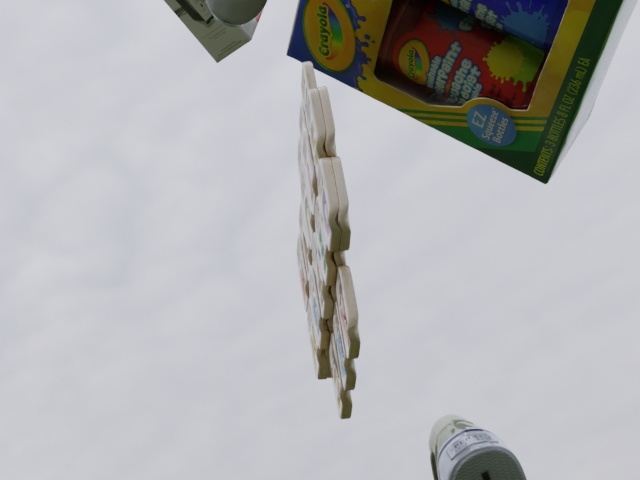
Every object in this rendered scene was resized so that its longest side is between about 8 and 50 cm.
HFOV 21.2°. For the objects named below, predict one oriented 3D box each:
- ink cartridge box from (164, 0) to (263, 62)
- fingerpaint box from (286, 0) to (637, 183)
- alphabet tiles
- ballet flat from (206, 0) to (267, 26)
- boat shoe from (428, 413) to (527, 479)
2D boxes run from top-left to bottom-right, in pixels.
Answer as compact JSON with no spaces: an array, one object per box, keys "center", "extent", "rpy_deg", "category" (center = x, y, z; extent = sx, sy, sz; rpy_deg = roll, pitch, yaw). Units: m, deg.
[{"center":[-0.136,-0.292,2.018],"extent":[0.056,0.099,0.135],"rpy_deg":[-31,-68,25],"category":"ink cartridge box"},{"center":[0.184,-0.331,1.981],"extent":[0.163,0.371,0.445],"rpy_deg":[-54,-13,-40],"category":"fingerpaint box"},{"center":[0.000,0.000,1.473],"extent":[0.021,0.278,0.284],"rpy_deg":[-6,-31,-7],"category":"alphabet tiles"},{"center":[-0.066,-0.312,1.753],"extent":[0.072,0.213,0.068],"rpy_deg":[23,-37,-7],"category":"ballet flat"},{"center":[0.175,0.301,1.653],"extent":[0.109,0.094,0.302],"rpy_deg":[-16,-66,-6],"category":"boat shoe"}]
